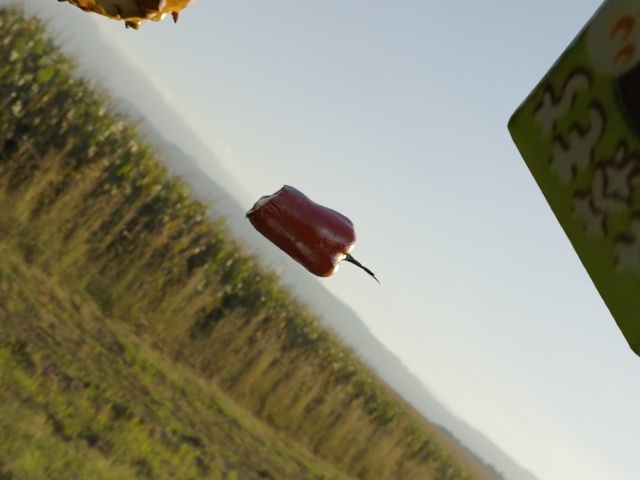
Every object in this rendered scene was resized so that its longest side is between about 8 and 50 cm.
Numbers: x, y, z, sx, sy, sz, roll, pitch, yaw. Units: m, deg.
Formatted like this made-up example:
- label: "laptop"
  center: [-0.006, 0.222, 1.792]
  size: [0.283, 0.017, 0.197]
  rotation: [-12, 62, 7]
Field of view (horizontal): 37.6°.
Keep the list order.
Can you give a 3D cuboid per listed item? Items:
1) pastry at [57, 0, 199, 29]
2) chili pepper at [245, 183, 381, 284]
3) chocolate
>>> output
- label: "pastry"
  center: [-0.230, -0.417, 0.940]
  size: [0.337, 0.405, 0.293]
  rotation: [3, 53, -27]
- label: "chili pepper"
  center: [0.000, 0.000, 1.146]
  size: [0.192, 0.084, 0.086]
  rotation: [36, 33, -16]
- label: "chocolate"
  center: [0.287, -0.078, 0.648]
  size: [0.137, 0.289, 0.301]
  rotation: [18, 35, -26]
